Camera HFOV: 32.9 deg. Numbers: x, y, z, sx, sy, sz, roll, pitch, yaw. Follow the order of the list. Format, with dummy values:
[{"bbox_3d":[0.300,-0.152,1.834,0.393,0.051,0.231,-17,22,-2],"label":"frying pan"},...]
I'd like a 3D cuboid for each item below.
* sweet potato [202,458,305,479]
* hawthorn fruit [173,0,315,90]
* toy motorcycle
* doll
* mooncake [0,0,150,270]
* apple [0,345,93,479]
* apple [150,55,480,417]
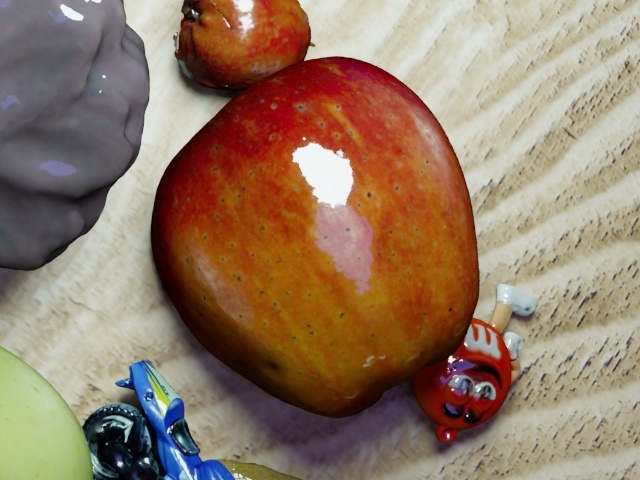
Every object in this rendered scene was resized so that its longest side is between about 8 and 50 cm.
[{"bbox_3d":[-0.060,0.294,1.247,0.206,0.060,0.068,11,76,-8],"label":"sweet potato"},{"bbox_3d":[-0.076,-0.236,1.221,0.172,0.148,0.148,11,85,-28],"label":"hawthorn fruit"},{"bbox_3d":[-0.135,0.279,1.162,0.169,0.113,0.315,-41,76,9],"label":"toy motorcycle"},{"bbox_3d":[0.173,0.136,1.320,0.183,0.085,0.217,28,71,-17],"label":"doll"},{"bbox_3d":[-0.343,-0.150,1.002,0.381,0.212,0.350,12,118,-26],"label":"mooncake"},{"bbox_3d":[-0.390,0.243,1.001,0.357,0.357,0.357,1,88,-18],"label":"apple"},{"bbox_3d":[0.000,0.000,1.183,0.295,0.329,0.365,-25,84,-50],"label":"apple"}]
